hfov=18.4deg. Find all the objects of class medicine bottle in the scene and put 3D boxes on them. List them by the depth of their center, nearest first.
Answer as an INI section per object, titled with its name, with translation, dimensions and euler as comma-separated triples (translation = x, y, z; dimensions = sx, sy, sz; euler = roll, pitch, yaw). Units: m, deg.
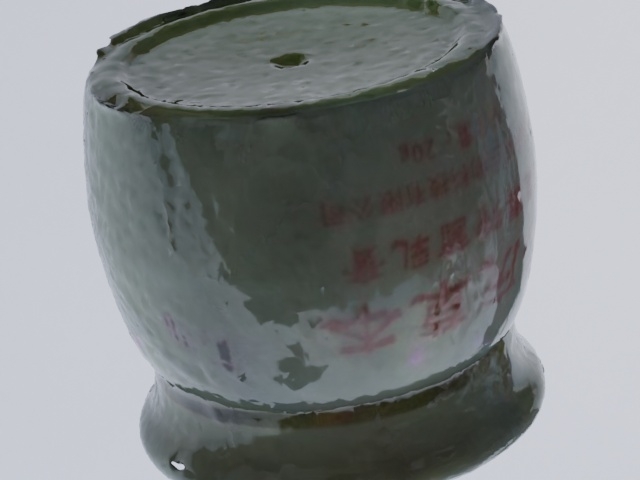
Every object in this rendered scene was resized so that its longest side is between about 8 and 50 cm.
[medicine bottle]
translation = 0.000, 0.000, 0.654
dimensions = 0.147, 0.143, 0.147
euler = -7, -158, 3
